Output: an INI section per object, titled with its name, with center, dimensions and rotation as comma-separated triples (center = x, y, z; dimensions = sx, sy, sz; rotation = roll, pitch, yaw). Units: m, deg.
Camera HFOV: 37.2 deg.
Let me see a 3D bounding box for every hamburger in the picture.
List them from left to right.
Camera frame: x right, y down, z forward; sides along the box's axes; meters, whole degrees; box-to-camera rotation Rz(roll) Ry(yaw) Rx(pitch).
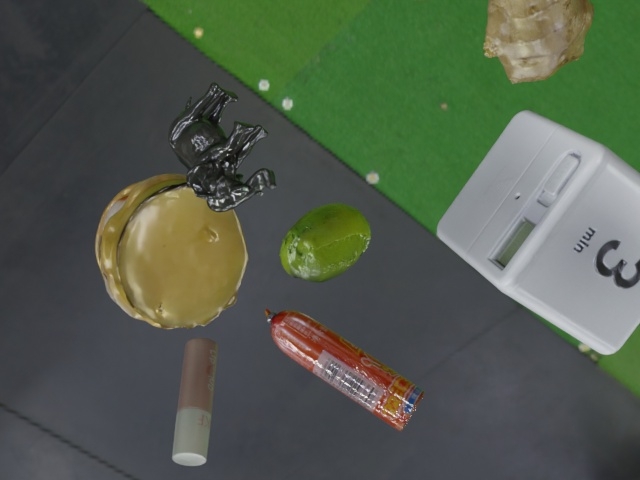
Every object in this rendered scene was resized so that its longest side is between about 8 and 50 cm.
[hamburger]
center = -0.285, 0.014, 1.715
dimensions = 0.277, 0.237, 0.276
rotation = -7, 103, -31

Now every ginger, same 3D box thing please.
[ginger]
center = 0.362, -0.425, 1.530
dimensions = 0.236, 0.166, 0.375
rotation = -20, 149, -4

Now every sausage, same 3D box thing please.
[sausage]
center = 0.025, 0.182, 1.423
dimensions = 0.274, 0.074, 0.074
rotation = 32, 124, 13

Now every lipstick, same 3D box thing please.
[lipstick]
center = -0.253, 0.325, 1.929
dimensions = 0.070, 0.254, 0.070
rotation = 1, 145, 1

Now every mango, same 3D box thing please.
[mango]
center = 0.000, 0.000, 1.096
dimensions = 0.074, 0.165, 0.091
rotation = 28, 106, 24

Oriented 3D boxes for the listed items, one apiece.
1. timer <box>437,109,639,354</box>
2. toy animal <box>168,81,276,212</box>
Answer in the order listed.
[timer]
center = 0.291, -0.012, 1.129
dimensions = 0.195, 0.194, 0.192
rotation = 30, 99, -27
[toy animal]
center = -0.154, -0.140, 1.525
dimensions = 0.146, 0.245, 0.115
rotation = -47, 136, 11
